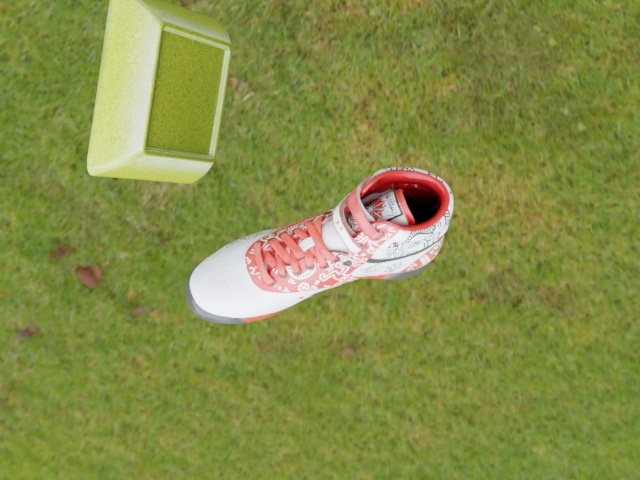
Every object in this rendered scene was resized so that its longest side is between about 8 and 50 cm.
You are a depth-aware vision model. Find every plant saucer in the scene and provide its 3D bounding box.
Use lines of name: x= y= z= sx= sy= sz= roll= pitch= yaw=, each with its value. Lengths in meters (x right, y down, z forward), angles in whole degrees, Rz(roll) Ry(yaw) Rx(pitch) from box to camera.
plant saucer: x=-0.153 y=-0.152 z=0.998 sx=0.045 sy=0.188 sz=0.188 roll=12 pitch=96 yaw=26

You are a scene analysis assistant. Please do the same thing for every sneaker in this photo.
sneaker: x=0.000 y=-0.001 z=0.939 sx=0.270 sy=0.090 sz=0.145 roll=-12 pitch=156 yaw=-15
